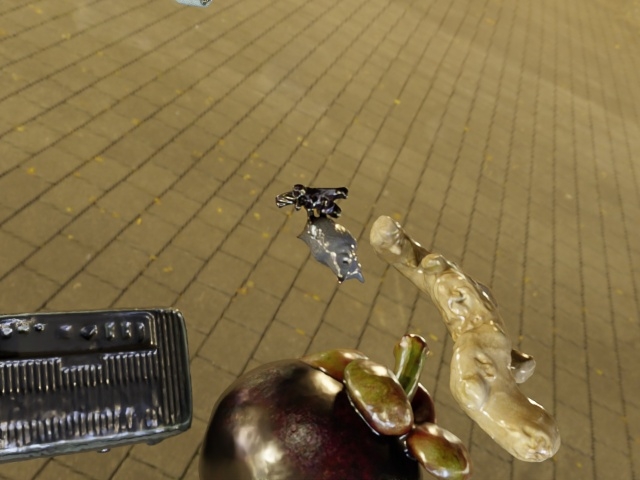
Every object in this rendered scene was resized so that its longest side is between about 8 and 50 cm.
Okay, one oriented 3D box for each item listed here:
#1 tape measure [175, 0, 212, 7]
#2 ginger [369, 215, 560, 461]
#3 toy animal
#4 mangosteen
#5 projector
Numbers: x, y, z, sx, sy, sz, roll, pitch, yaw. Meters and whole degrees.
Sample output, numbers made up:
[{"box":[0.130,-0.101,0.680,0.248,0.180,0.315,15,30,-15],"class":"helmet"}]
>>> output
[{"box":[-0.236,-0.329,0.868,0.331,0.084,0.164,17,46,19],"class":"tape measure"},{"box":[0.137,0.083,0.688,0.149,0.065,0.258,25,24,-44],"class":"ginger"},{"box":[0.000,0.005,1.419,0.121,0.117,0.210,6,52,-35],"class":"toy animal"},{"box":[0.024,0.344,1.262,0.435,0.382,0.382,-28,50,-10],"class":"mangosteen"},{"box":[-0.463,0.256,1.366,0.395,0.405,0.241,2,76,-33],"class":"projector"}]
